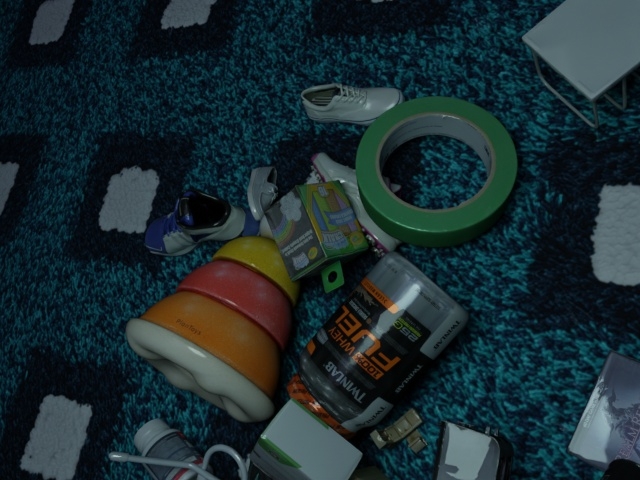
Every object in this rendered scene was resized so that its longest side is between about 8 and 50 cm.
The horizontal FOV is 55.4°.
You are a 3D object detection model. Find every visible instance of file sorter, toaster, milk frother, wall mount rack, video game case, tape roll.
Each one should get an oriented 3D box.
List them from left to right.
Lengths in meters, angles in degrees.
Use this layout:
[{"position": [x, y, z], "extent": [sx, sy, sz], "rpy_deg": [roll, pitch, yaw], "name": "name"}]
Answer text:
[{"position": [-0.284, 0.560, 1.212], "extent": [0.304, 0.130, 0.350], "rpy_deg": [20, 104, 27], "name": "wall mount rack"}, {"position": [0.233, -0.145, 1.249], "extent": [0.321, 0.077, 0.321], "rpy_deg": [-3, 64, 7], "name": "tape roll"}, {"position": [0.254, 0.406, 1.037], "extent": [0.110, 0.168, 0.186], "rpy_deg": [6, 74, 28], "name": "toaster"}, {"position": [0.570, -0.379, 1.161], "extent": [0.277, 0.173, 0.193], "rpy_deg": [-39, 60, 10], "name": "file sorter"}, {"position": [0.472, 0.438, 0.926], "extent": [0.134, 0.129, 0.143], "rpy_deg": [-29, 43, -33], "name": "milk frother"}, {"position": [0.573, 0.324, 0.988], "extent": [0.274, 0.026, 0.196], "rpy_deg": [23, 83, 31], "name": "video game case"}]

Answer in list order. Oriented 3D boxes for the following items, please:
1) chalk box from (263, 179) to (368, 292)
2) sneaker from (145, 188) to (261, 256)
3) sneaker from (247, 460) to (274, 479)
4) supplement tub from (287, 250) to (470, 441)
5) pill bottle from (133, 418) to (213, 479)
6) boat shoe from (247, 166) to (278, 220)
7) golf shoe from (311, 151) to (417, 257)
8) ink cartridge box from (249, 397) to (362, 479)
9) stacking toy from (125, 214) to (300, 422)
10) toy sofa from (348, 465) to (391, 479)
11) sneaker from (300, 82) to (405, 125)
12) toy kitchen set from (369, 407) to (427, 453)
[{"position": [0.000, 0.000, 1.270], "extent": [0.132, 0.132, 0.213], "rpy_deg": [-33, 75, 45], "name": "chalk box"}, {"position": [-0.320, -0.055, 1.496], "extent": [0.315, 0.182, 0.127], "rpy_deg": [-7, 67, 25], "name": "sneaker"}, {"position": [-0.106, 0.552, 1.228], "extent": [0.106, 0.101, 0.267], "rpy_deg": [-15, 61, 42], "name": "sneaker"}, {"position": [0.104, 0.205, 1.166], "extent": [0.338, 0.207, 0.207], "rpy_deg": [-50, 58, 3], "name": "supplement tub"}, {"position": [-0.330, 0.482, 1.346], "extent": [0.180, 0.108, 0.108], "rpy_deg": [36, 90, 32], "name": "pill bottle"}, {"position": [-0.133, -0.118, 1.472], "extent": [0.063, 0.066, 0.184], "rpy_deg": [-16, 33, 13], "name": "boat shoe"}, {"position": [0.098, -0.102, 1.353], "extent": [0.140, 0.115, 0.306], "rpy_deg": [-38, 65, -2], "name": "golf shoe"}, {"position": [-0.035, 0.394, 1.111], "extent": [0.160, 0.219, 0.092], "rpy_deg": [37, 61, 7], "name": "ink cartridge box"}, {"position": [-0.150, 0.113, 1.325], "extent": [0.350, 0.350, 0.480], "rpy_deg": [17, 62, 31], "name": "stacking toy"}, {"position": [0.040, 0.602, 1.087], "extent": [0.177, 0.150, 0.362], "rpy_deg": [36, 90, 28], "name": "toy sofa"}, {"position": [0.069, -0.328, 1.449], "extent": [0.258, 0.091, 0.094], "rpy_deg": [-1, 72, 27], "name": "sneaker"}, {"position": [0.157, 0.370, 1.155], "extent": [0.083, 0.075, 0.068], "rpy_deg": [-44, 59, 12], "name": "toy kitchen set"}]
